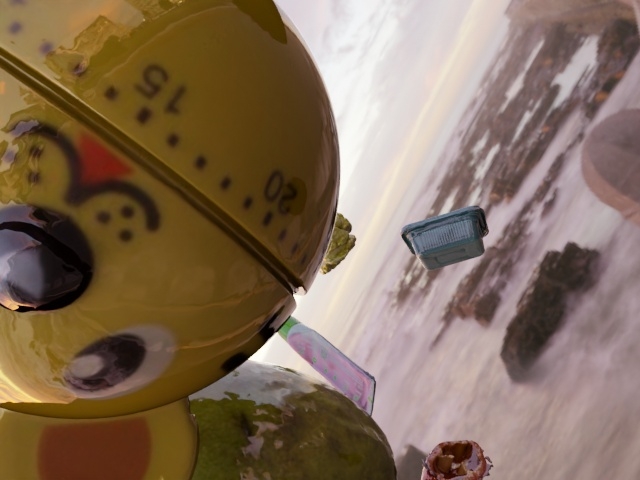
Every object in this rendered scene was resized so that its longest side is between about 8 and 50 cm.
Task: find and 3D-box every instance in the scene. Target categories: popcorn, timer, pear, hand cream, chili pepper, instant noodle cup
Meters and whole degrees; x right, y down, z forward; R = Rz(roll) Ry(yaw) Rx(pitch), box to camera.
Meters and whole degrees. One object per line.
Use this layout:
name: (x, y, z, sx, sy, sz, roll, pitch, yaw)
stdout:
popcorn: (0.000, 0.000, 1.373, 0.145, 0.126, 0.125, -6, 58, 63)
timer: (-0.175, -0.013, 0.467, 0.387, 0.376, 0.376, -55, -5, -13)
pear: (-0.125, 0.295, 0.708, 0.352, 0.413, 0.352, -6, -90, -88)
hand cream: (0.012, 0.225, 1.306, 0.050, 0.275, 0.079, -37, -48, -19)
chili pepper: (0.143, 0.320, 0.828, 0.088, 0.065, 0.169, -13, -53, -35)
instant noodle cup: (0.272, 0.003, 1.473, 0.157, 0.179, 0.070, 47, -152, -61)
